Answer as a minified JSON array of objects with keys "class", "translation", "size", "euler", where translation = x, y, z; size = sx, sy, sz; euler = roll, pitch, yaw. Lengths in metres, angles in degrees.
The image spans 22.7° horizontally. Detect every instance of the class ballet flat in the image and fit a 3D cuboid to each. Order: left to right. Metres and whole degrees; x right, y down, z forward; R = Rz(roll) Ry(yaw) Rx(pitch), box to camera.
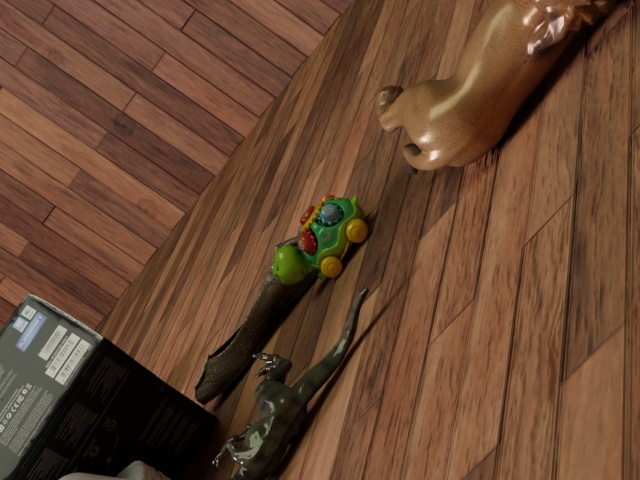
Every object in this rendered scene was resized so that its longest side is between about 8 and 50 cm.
[{"class":"ballet flat","translation":[-0.083,0.092,1.910],"size":[0.250,0.058,0.084],"euler":[-52,10,17]}]

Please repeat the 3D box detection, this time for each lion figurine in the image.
[{"class":"lion figurine","translation":[0.170,-0.179,1.480],"size":[0.240,0.142,0.392],"euler":[-92,23,-61]}]

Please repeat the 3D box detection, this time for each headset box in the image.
[{"class":"headset box","translation":[-0.277,0.235,1.788],"size":[0.131,0.283,0.246],"euler":[27,80,35]}]

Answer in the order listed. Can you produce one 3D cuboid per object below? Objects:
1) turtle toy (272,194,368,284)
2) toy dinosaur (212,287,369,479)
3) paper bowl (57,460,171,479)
[{"class":"turtle toy","translation":[0.000,0.000,1.797],"size":[0.130,0.066,0.095],"euler":[-53,10,11]},{"class":"toy dinosaur","translation":[-0.042,0.159,1.513],"size":[0.268,0.064,0.118],"euler":[-55,16,-13]},{"class":"paper bowl","translation":[-0.244,0.347,1.590],"size":[0.284,0.148,0.284],"euler":[-54,9,13]}]
